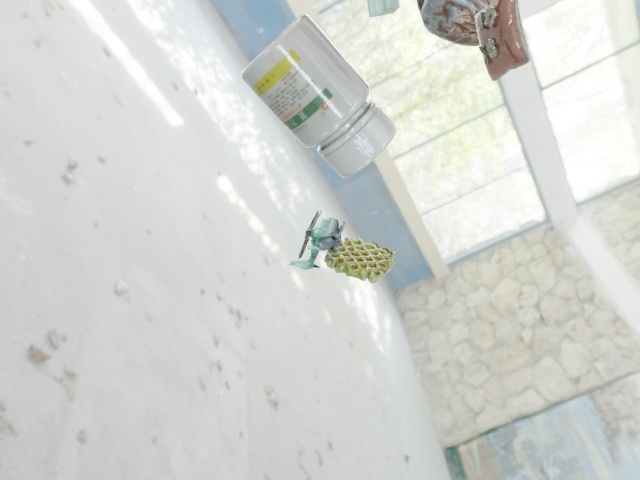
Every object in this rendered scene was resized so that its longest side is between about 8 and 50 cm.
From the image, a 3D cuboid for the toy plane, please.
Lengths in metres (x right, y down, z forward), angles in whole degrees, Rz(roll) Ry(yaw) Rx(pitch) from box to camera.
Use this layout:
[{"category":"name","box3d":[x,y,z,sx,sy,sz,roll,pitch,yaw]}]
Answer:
[{"category":"toy plane","box3d":[0.000,0.000,1.585,0.235,0.096,0.060,-66,169,-50]}]

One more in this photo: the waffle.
[{"category":"waffle","box3d":[0.106,0.048,1.711,0.169,0.183,0.036,-43,147,-47]}]

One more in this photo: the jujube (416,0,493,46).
[{"category":"jujube","box3d":[0.462,-0.740,2.002,0.215,0.307,0.247,-105,-159,-54]}]

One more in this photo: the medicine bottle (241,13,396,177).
[{"category":"medicine bottle","box3d":[0.002,-0.324,1.463,0.340,0.208,0.208,46,17,-15]}]

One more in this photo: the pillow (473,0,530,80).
[{"category":"pillow","box3d":[0.421,-0.479,1.494,0.171,0.075,0.179,169,-92,-74]}]

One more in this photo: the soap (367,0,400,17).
[{"category":"soap","box3d":[0.144,-0.658,1.550,0.119,0.066,0.198,-60,143,-57]}]
